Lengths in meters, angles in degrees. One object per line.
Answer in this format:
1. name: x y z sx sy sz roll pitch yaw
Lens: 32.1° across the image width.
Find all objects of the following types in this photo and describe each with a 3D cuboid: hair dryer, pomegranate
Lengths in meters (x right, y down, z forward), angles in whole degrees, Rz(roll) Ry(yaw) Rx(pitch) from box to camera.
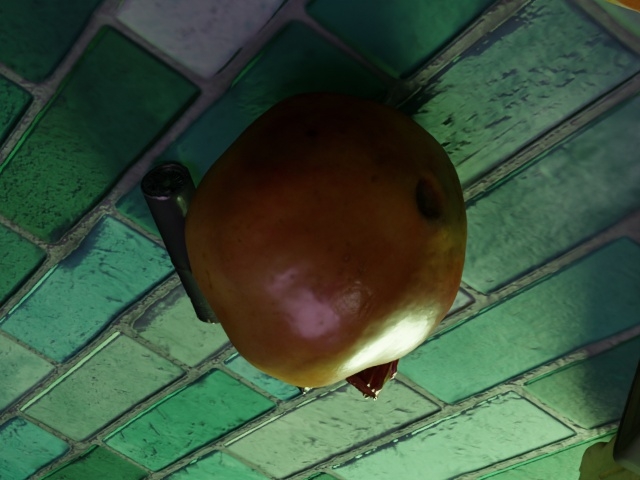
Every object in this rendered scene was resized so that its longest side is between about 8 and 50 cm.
1. hair dryer: -0.072 0.043 0.939 0.195 0.050 0.173 42 160 41
2. pomegranate: 0.003 -0.003 0.790 0.209 0.209 0.209 13 143 10

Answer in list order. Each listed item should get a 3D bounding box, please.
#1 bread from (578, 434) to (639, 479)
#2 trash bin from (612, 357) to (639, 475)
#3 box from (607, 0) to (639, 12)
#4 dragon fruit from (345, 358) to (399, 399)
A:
1. bread: 0.387 0.240 0.992 0.239 0.111 0.246 31 142 -15
2. trash bin: 0.358 0.118 0.773 0.250 0.219 0.219 23 143 8
3. box: 0.184 -0.192 0.598 0.269 0.043 0.152 19 144 3
4. dragon fruit: 0.024 0.078 0.993 0.162 0.083 0.106 31 163 33
